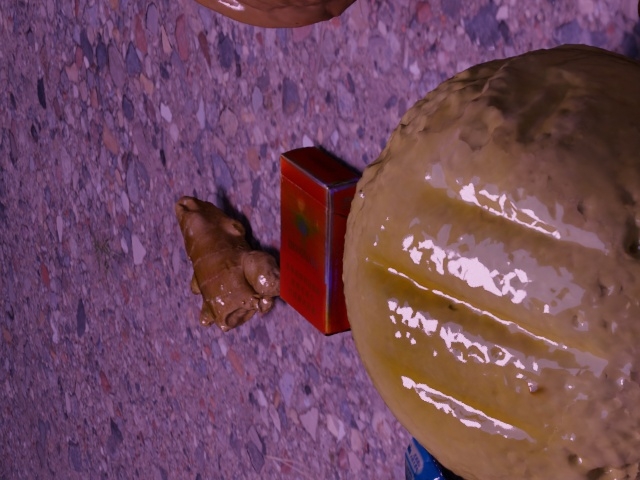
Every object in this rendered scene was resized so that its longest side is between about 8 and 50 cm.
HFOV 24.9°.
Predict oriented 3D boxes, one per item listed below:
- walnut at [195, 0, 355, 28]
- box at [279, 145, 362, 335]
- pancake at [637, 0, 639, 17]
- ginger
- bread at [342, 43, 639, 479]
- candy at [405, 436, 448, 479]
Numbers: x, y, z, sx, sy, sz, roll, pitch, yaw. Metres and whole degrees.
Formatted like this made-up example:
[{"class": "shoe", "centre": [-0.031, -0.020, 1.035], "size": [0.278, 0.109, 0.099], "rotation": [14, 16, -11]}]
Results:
[{"class": "walnut", "centre": [-0.054, -0.342, 1.305], "size": [0.277, 0.252, 0.313], "rotation": [-22, 91, 62]}, {"class": "box", "centre": [0.001, 0.000, 1.552], "size": [0.112, 0.048, 0.175], "rotation": [39, 134, 53]}, {"class": "pancake", "centre": [0.294, -0.168, 0.923], "size": [0.212, 0.056, 0.257], "rotation": [56, 145, 37]}, {"class": "ginger", "centre": [-0.116, 0.035, 1.752], "size": [0.205, 0.081, 0.115], "rotation": [45, 136, 43]}, {"class": "bread", "centre": [0.169, 0.029, 1.004], "size": [0.320, 0.237, 0.321], "rotation": [27, 134, 33]}, {"class": "candy", "centre": [0.107, 0.258, 1.468], "size": [0.136, 0.038, 0.088], "rotation": [92, 154, -44]}]
